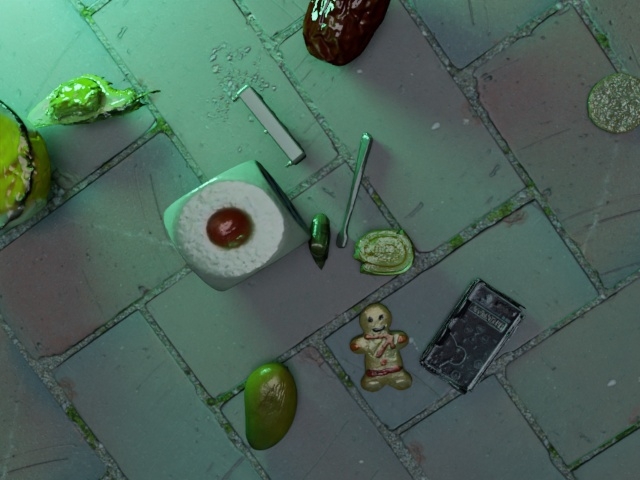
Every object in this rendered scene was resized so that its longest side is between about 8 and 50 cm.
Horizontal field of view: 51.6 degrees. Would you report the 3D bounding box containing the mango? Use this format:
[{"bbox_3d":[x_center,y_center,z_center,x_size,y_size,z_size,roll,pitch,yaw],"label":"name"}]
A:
[{"bbox_3d":[-0.127,0.429,1.705,0.137,0.091,0.238,1,102,8],"label":"mango"}]

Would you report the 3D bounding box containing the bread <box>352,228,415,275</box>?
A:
[{"bbox_3d":[0.159,0.030,1.661,0.156,0.064,0.118,0,92,4],"label":"bread"}]

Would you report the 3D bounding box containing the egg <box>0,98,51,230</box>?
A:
[{"bbox_3d":[-0.795,-0.179,1.613,0.336,0.201,0.337,0,90,6],"label":"egg"}]

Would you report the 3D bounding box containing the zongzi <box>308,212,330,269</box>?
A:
[{"bbox_3d":[0.000,0.000,1.679,0.055,0.119,0.109,3,58,7],"label":"zongzi"}]

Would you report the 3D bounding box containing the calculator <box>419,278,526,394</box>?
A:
[{"bbox_3d":[0.388,0.247,1.691,0.165,0.028,0.274,32,96,-1],"label":"calculator"}]

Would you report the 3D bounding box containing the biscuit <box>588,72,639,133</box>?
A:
[{"bbox_3d":[0.729,-0.335,1.618,0.152,0.020,0.152,0,96,1],"label":"biscuit"}]

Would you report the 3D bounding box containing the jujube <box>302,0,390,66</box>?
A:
[{"bbox_3d":[0.061,-0.538,1.554,0.174,0.174,0.250,28,111,-1],"label":"jujube"}]

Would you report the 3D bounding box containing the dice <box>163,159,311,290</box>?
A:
[{"bbox_3d":[-0.193,-0.037,1.577,0.259,0.251,0.243,-33,92,5],"label":"dice"}]

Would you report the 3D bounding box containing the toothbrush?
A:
[{"bbox_3d":[0.086,-0.125,1.666,0.030,0.030,0.297,14,95,10],"label":"toothbrush"}]

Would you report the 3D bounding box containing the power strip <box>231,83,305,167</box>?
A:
[{"bbox_3d":[-0.118,-0.272,1.599,0.061,0.145,0.216,-38,93,5],"label":"power strip"}]

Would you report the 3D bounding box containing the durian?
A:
[{"bbox_3d":[-0.585,-0.345,1.633,0.375,0.132,0.107,-10,120,9],"label":"durian"}]

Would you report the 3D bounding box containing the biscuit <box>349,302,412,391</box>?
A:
[{"bbox_3d":[0.153,0.277,1.705,0.153,0.030,0.235,-7,96,1],"label":"biscuit"}]
